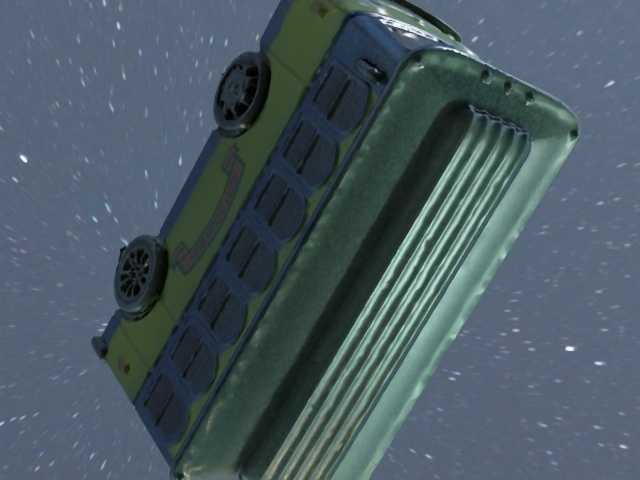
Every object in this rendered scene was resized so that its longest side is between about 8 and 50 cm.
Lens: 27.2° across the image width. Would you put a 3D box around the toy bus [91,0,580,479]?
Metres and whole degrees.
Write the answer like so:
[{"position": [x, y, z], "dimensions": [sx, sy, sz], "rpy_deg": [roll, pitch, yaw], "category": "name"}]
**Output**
[{"position": [0.000, 0.000, 0.851], "dimensions": [0.152, 0.190, 0.312], "rpy_deg": [19, -72, -37], "category": "toy bus"}]
